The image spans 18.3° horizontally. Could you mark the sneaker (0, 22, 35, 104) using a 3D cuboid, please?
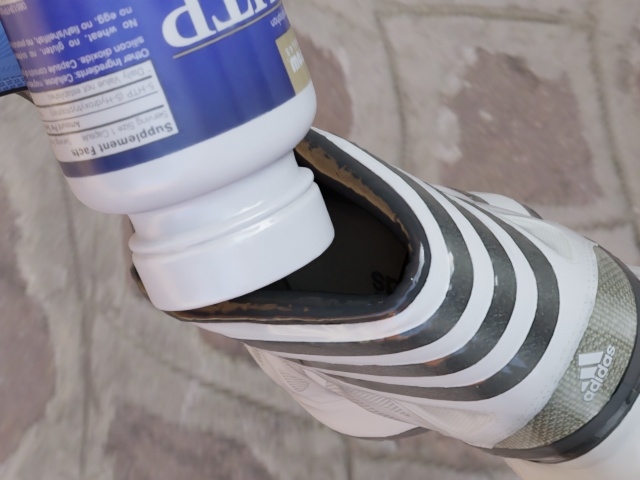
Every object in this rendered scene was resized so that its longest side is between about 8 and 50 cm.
[{"bbox_3d":[-0.213,-0.116,0.935,0.330,0.130,0.147,15,90,-25],"label":"sneaker"}]

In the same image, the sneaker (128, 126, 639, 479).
[{"bbox_3d":[0.001,-0.001,1.079,0.257,0.447,0.169,30,82,-24],"label":"sneaker"}]

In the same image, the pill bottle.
[{"bbox_3d":[-0.065,-0.072,0.819,0.112,0.112,0.187,-21,104,1],"label":"pill bottle"}]
